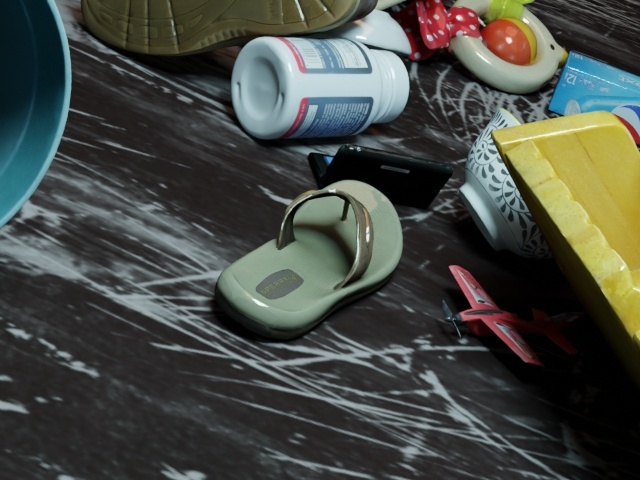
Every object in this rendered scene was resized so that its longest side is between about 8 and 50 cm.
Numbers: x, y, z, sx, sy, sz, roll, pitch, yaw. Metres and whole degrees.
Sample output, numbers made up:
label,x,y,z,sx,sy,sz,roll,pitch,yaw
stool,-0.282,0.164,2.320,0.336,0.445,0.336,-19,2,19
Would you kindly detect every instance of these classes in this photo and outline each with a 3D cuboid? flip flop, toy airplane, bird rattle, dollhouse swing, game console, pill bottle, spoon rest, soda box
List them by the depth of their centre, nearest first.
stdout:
label,x,y,z,sx,sy,sz,roll,pitch,yaw
dollhouse swing,0.378,0.014,1.198,0.305,0.315,0.347,-29,33,5
flip flop,0.000,0.000,1.257,0.112,0.080,0.277,28,28,17
toy airplane,0.173,0.073,1.290,0.151,0.028,0.151,16,28,-9
game console,0.060,-0.080,1.464,0.122,0.107,0.071,9,56,-17
pill bottle,0.004,-0.164,1.540,0.180,0.108,0.108,-5,35,-40
spoon rest,-0.013,-0.252,1.686,0.276,0.084,0.137,24,12,37
soda box,0.407,-0.171,1.858,0.210,0.067,0.071,21,27,5
bird rattle,0.225,-0.281,1.895,0.207,0.143,0.253,45,36,13

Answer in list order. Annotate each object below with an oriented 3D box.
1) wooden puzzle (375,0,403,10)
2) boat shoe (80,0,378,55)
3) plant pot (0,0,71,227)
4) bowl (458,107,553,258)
label,x,y,z,sx,sy,sz,roll,pitch,yaw
wooden puzzle,0.026,-0.363,1.840,0.238,0.044,0.221,-19,49,-3
boat shoe,-0.101,-0.267,1.591,0.342,0.123,0.123,-2,1,23
plant pot,-0.374,-0.143,1.110,0.271,0.272,0.255,-4,20,-37
bowl,0.190,-0.041,1.427,0.080,0.170,0.170,-31,37,1
